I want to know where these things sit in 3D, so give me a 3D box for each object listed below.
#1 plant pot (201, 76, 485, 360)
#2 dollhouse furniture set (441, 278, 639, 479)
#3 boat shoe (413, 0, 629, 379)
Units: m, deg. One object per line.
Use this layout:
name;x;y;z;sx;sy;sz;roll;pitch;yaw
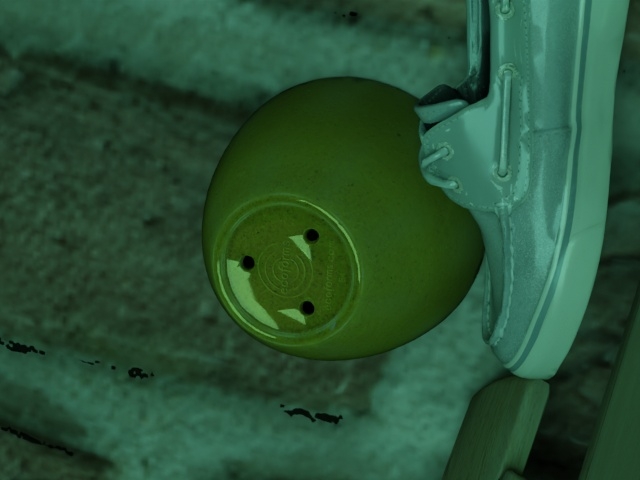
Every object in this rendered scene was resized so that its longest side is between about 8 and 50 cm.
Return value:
plant pot;0.000;0.000;0.734;0.134;0.095;0.134;5;106;17
dollhouse furniture set;0.246;0.131;0.703;0.303;0.198;0.286;30;156;-17
boat shoe;0.079;-0.054;0.694;0.081;0.079;0.227;4;101;-6
